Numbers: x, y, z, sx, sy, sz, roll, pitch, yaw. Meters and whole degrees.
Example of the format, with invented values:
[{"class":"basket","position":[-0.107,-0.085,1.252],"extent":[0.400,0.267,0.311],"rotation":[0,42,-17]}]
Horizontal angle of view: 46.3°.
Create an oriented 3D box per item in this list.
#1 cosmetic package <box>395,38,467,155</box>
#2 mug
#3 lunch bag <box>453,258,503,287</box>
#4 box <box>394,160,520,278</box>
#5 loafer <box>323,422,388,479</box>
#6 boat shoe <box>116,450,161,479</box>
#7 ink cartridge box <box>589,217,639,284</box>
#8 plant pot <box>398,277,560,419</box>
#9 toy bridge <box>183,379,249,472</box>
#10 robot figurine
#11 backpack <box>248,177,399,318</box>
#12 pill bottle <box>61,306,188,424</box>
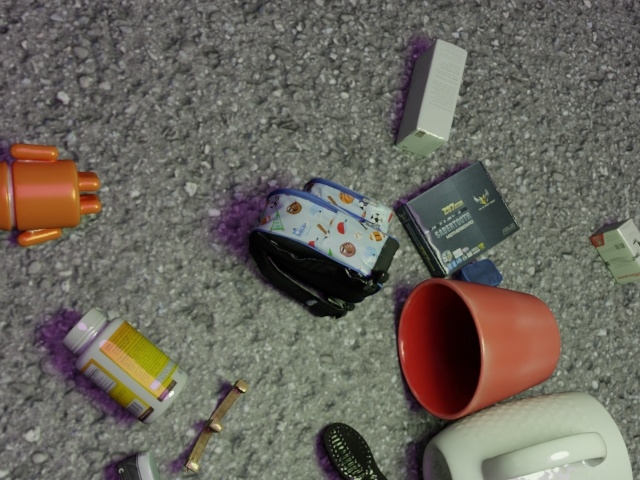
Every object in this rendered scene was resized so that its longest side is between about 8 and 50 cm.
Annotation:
[{"class":"cosmetic package","position":[0.247,-0.316,1.665],"extent":[0.085,0.117,0.231],"rotation":[18,74,-14]},{"class":"mug","position":[0.390,0.431,1.415],"extent":[0.328,0.374,0.276],"rotation":[-6,65,-14]},{"class":"lunch bag","position":[0.338,0.091,1.633],"extent":[0.098,0.065,0.067],"rotation":[-17,64,-24]},{"class":"box","position":[0.305,-0.046,1.656],"extent":[0.232,0.059,0.183],"rotation":[-29,88,-23]},{"class":"loafer","position":[0.073,0.458,1.454],"extent":[0.080,0.078,0.220],"rotation":[-27,71,-27]},{"class":"boat shoe","position":[-0.308,0.489,1.312],"extent":[0.076,0.080,0.229],"rotation":[-15,86,-5]},{"class":"ink cartridge box","position":[0.718,0.027,1.766],"extent":[0.056,0.099,0.135],"rotation":[-32,91,-24]},{"class":"plant pot","position":[0.329,0.209,1.516],"extent":[0.243,0.275,0.275],"rotation":[-1,78,-30]},{"class":"toy bridge","position":[-0.197,0.345,1.386],"extent":[0.026,0.063,0.188],"rotation":[36,68,-9]},{"class":"robot figurine","position":[-0.507,-0.079,1.336],"extent":[0.219,0.158,0.128],"rotation":[-4,57,-21]},{"class":"backpack","position":[0.000,0.000,1.438],"extent":[0.263,0.276,0.213],"rotation":[21,67,-7]},{"class":"pill bottle","position":[-0.350,0.218,1.331],"extent":[0.215,0.117,0.117],"rotation":[42,68,-7]}]
